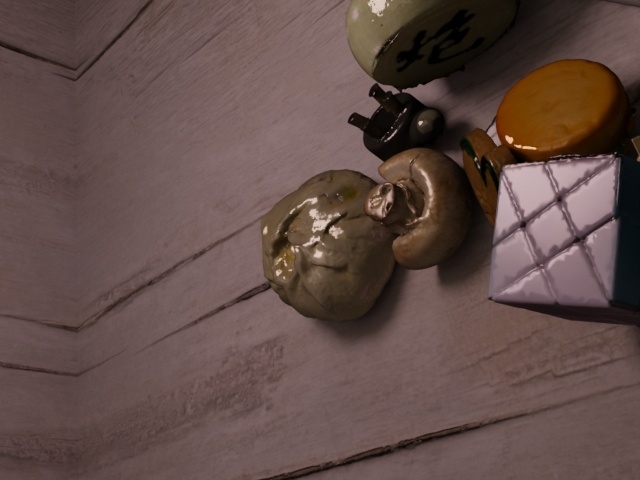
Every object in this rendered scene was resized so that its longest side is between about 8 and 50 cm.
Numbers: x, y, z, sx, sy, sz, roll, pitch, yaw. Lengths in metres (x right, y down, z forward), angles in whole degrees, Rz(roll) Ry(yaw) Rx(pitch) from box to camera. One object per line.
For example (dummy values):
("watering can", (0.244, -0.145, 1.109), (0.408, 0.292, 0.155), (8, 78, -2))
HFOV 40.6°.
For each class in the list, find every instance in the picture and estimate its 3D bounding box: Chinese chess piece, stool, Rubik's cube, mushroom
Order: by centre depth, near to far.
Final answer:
("Rubik's cube", (0.416, 0.006, 1.325), (0.221, 0.225, 0.231), (-1, 80, 51))
("Chinese chess piece", (0.223, -0.448, 1.731), (0.349, 0.349, 0.146), (-36, 71, 37))
("mushroom", (0.210, -0.082, 1.761), (0.189, 0.195, 0.253), (-32, 58, 37))
("stool", (0.170, -0.263, 1.875), (0.228, 0.139, 0.153), (-24, 41, 46))

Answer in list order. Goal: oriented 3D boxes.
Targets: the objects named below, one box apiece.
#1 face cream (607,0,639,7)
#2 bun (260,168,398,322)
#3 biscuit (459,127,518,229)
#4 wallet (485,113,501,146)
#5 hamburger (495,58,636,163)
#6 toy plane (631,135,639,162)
("face cream", (0.524, -0.485, 1.602), (0.250, 0.077, 0.077), (32, 104, 47))
("bun", (0.000, 0.000, 1.961), (0.365, 0.219, 0.365), (-15, 68, 42))
("biscuit", (0.334, -0.063, 1.564), (0.057, 0.287, 0.343), (-25, 62, 2))
("wallet", (0.404, -0.138, 1.682), (0.146, 0.030, 0.285), (-58, 43, 25))
("hamburger", (0.438, -0.189, 1.530), (0.246, 0.170, 0.246), (-20, 48, 24))
("toy plane", (0.612, -0.168, 1.359), (0.256, 0.242, 0.104), (-19, 99, 14))
